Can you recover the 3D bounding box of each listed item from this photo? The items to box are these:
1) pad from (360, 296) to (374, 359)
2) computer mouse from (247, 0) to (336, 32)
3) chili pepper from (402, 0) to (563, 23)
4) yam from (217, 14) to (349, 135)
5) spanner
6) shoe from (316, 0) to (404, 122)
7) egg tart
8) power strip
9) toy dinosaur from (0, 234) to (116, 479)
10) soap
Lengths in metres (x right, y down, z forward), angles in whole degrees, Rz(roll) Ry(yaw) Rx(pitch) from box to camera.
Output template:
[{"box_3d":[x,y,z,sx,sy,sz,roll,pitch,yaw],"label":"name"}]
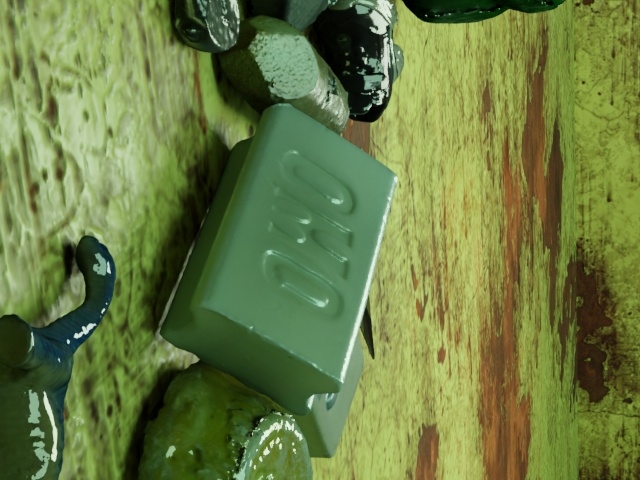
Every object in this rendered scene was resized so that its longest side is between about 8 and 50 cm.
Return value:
[{"box_3d":[0.025,-0.005,1.114,0.235,0.003,0.158,68,16,-61],"label":"pad"},{"box_3d":[-0.003,-0.326,0.906,0.203,0.114,0.374,-62,150,-55],"label":"computer mouse"},{"box_3d":[0.168,-0.354,1.258,0.256,0.233,0.249,-10,97,-65],"label":"chili pepper"},{"box_3d":[-0.023,-0.120,0.936,0.146,0.069,0.070,41,53,-69],"label":"yam"},{"box_3d":[-0.105,-0.241,0.751,0.325,0.026,0.093,68,31,-48],"label":"spanner"},{"box_3d":[0.031,-0.152,1.107,0.169,0.071,0.099,59,40,-65],"label":"shoe"},{"box_3d":[-0.063,0.177,0.835,0.197,0.078,0.197,0,90,-68],"label":"egg tart"},{"box_3d":[-0.015,0.068,1.022,0.270,0.046,0.118,75,24,-44],"label":"power strip"},{"box_3d":[-0.141,0.114,0.612,0.188,0.075,0.248,28,60,-78],"label":"toy dinosaur"},{"box_3d":[-0.023,0.008,0.863,0.119,0.066,0.198,32,47,-17],"label":"soap"}]
